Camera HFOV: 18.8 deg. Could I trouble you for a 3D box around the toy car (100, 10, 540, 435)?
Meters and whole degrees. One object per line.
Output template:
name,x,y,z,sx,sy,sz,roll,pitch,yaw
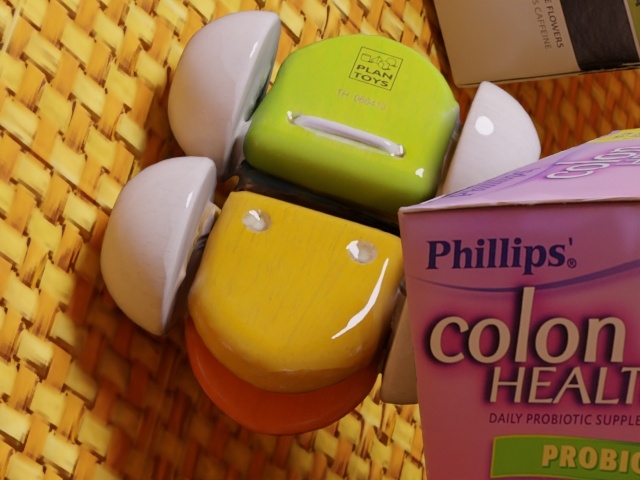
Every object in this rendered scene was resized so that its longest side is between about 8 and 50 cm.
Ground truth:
toy car,0.000,0.000,0.835,0.136,0.159,0.182,98,10,-59

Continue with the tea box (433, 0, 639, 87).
tea box,0.209,-0.279,0.981,0.220,0.323,0.329,-40,120,-49

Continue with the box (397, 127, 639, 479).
box,0.141,0.085,0.768,0.213,0.117,0.243,-19,104,-58
